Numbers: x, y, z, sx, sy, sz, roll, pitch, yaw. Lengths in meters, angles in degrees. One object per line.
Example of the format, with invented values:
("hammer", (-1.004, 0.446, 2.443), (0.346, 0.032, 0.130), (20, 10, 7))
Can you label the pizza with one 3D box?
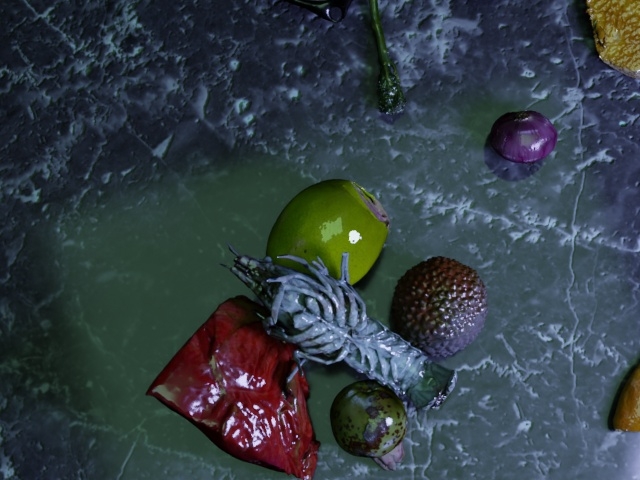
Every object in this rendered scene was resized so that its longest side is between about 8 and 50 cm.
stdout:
("pizza", (0.568, -0.382, 1.906), (0.297, 0.071, 0.189), (34, 94, 10))

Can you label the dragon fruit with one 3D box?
("dragon fruit", (-0.117, 0.263, 1.773), (0.330, 0.240, 0.302), (48, 54, -12))

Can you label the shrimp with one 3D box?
("shrimp", (0.021, 0.136, 1.682), (0.410, 0.166, 0.221), (33, 89, -20))

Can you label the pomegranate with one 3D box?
("pomegranate", (0.094, 0.300, 1.763), (0.163, 0.138, 0.125), (33, 94, -26))

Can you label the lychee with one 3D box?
("lychee", (0.196, 0.106, 1.785), (0.165, 0.197, 0.165), (0, 116, 0))

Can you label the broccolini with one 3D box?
("broccolini", (0.114, -0.335, 1.919), (0.051, 0.054, 0.239), (1, 74, -35))

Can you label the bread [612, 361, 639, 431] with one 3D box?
("bread", (0.563, 0.250, 1.797), (0.154, 0.054, 0.136), (0, 76, -2))

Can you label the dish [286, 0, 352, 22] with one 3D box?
("dish", (0.005, -0.550, 1.897), (0.303, 0.120, 0.303), (4, 111, 12))

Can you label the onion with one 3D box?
("onion", (0.351, -0.175, 1.863), (0.115, 0.104, 0.115), (-13, 38, 10))

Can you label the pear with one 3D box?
("pear", (0.000, 0.000, 1.792), (0.219, 0.187, 0.187), (-38, 80, 16))
